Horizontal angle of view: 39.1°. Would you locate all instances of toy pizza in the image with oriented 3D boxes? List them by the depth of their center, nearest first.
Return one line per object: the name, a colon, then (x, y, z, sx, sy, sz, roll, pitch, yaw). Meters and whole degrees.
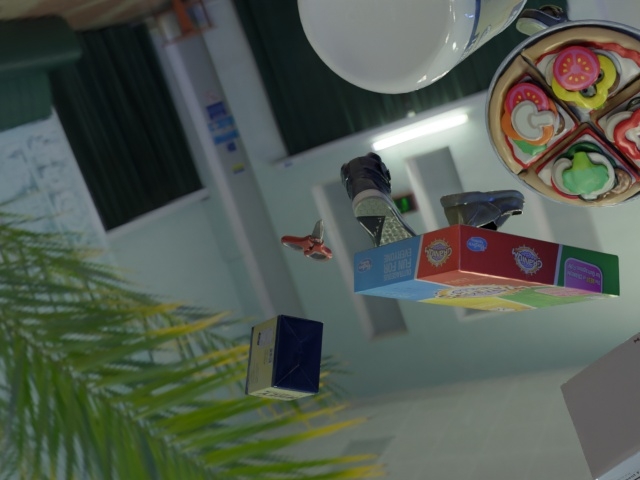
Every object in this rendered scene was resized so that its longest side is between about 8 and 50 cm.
toy pizza: (0.259, -0.115, 0.879, 0.201, 0.201, 0.032, -14, -155, 31)

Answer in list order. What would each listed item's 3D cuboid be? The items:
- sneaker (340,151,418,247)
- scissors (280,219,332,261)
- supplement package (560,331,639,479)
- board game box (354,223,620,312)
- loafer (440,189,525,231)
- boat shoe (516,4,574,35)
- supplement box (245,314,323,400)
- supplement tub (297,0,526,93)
sneaker: (0.108, -0.053, 1.597, 0.086, 0.226, 0.163, -24, -137, 8)
scissors: (0.000, 0.000, 1.796, 0.021, 0.109, 0.297, -68, -167, -16)
supplement package: (0.465, 0.275, 1.228, 0.149, 0.203, 0.194, -40, -158, 21)
board game box: (0.245, 0.050, 1.346, 0.317, 0.064, 0.242, 9, 165, -31)
loafer: (0.324, -0.053, 1.797, 0.094, 0.087, 0.251, -7, 179, 44)
boat shoe: (0.465, -0.441, 1.833, 0.081, 0.068, 0.228, 20, -172, 33)
supplement box: (-0.042, 0.136, 1.035, 0.056, 0.083, 0.083, 14, 159, -24)
supplement tub: (0.139, -0.338, 1.150, 0.228, 0.228, 0.316, -12, -161, 39)
